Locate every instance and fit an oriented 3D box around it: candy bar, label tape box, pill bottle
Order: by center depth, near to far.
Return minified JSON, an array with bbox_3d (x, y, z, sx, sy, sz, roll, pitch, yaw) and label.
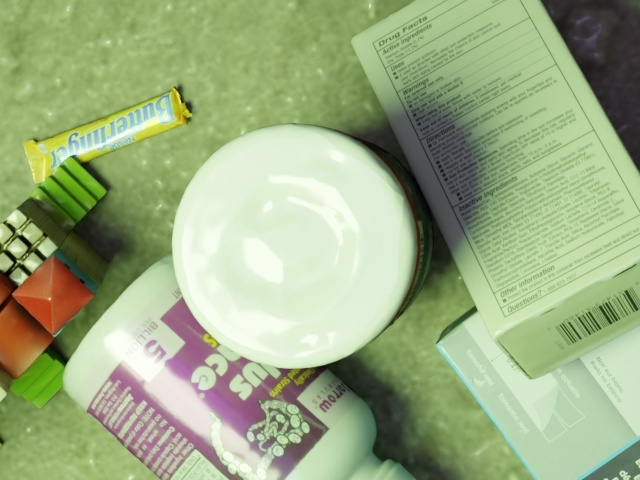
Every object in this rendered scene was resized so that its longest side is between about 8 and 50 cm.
[{"bbox_3d":[0.000,0.000,1.187,0.176,0.318,0.176,0,91,7],"label":"pill bottle"},{"bbox_3d":[0.308,0.082,1.251,0.347,0.115,0.249,-37,86,9],"label":"label tape box"},{"bbox_3d":[-0.060,0.161,1.276,0.301,0.169,0.169,41,97,5],"label":"pill bottle"},{"bbox_3d":[-0.195,-0.098,1.364,0.161,0.018,0.040,-20,89,9],"label":"candy bar"}]

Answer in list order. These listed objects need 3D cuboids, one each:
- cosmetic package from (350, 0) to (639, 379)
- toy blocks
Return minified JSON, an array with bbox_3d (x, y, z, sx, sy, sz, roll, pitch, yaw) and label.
[{"bbox_3d":[0.161,-0.065,1.198,0.160,0.113,0.309,-28,58,11],"label":"cosmetic package"},{"bbox_3d":[-0.317,0.105,1.243,0.381,0.261,0.191,-45,98,1],"label":"toy blocks"}]
